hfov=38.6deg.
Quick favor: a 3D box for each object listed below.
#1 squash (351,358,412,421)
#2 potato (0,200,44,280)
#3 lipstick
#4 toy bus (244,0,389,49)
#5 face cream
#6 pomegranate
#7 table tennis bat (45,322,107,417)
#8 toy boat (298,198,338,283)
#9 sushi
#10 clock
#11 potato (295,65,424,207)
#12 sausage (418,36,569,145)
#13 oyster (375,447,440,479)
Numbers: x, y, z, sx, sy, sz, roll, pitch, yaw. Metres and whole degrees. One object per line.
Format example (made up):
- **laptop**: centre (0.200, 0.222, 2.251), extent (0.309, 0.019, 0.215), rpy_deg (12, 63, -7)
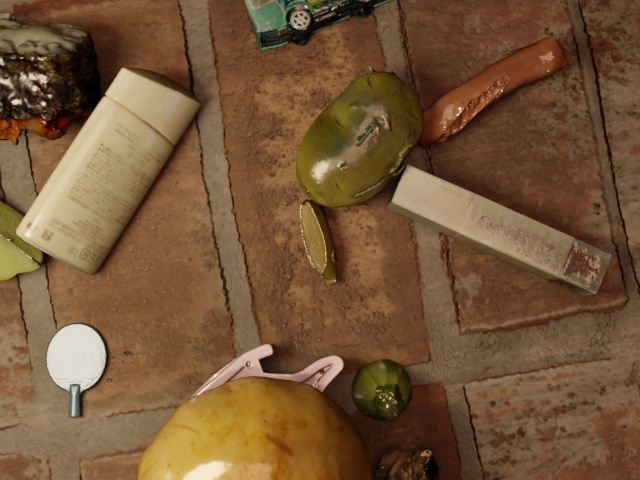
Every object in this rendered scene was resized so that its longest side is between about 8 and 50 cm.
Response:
- **squash**: centre (0.106, 0.247, 1.473), extent (0.105, 0.132, 0.105), rpy_deg (0, 87, -3)
- **potato**: centre (-0.538, 0.012, 1.509), extent (0.149, 0.081, 0.120), rpy_deg (41, 115, -15)
- **lipstick**: centre (0.295, -0.016, 1.534), extent (0.371, 0.080, 0.076), rpy_deg (24, 84, -1)
- **toy bus**: centre (0.003, -0.410, 1.557), extent (0.261, 0.091, 0.109), rpy_deg (-24, 79, -6)
- **face cream**: centre (-0.335, -0.122, 1.478), extent (0.081, 0.173, 0.348), rpy_deg (26, 83, 36)
- **pomegranate**: centre (-0.098, 0.347, 1.309), extent (0.338, 0.338, 0.338), rpy_deg (0, 84, -3)
- **table tennis bat**: centre (-0.403, 0.214, 1.509), extent (0.100, 0.019, 0.155), rpy_deg (-1, 83, -3)
- **toy boat**: centre (0.000, 0.000, 1.535), extent (0.047, 0.049, 0.149), rpy_deg (-16, 87, 26)
- **sushi**: centre (-0.501, -0.262, 1.471), extent (0.343, 0.196, 0.182), rpy_deg (6, 127, 3)
- **clock**: centre (-0.062, 0.302, 1.487), extent (0.290, 0.080, 0.275), rpy_deg (-44, 88, -5)
- **potato**: centre (0.066, -0.161, 1.505), extent (0.169, 0.143, 0.248), rpy_deg (43, 85, 16)
- **sausage**: centre (0.286, -0.257, 1.561), extent (0.304, 0.078, 0.078), rpy_deg (-31, 87, -5)
- **oyster**: centre (0.145, 0.503, 1.451), extent (0.197, 0.133, 0.337), rpy_deg (-11, 83, -2)
